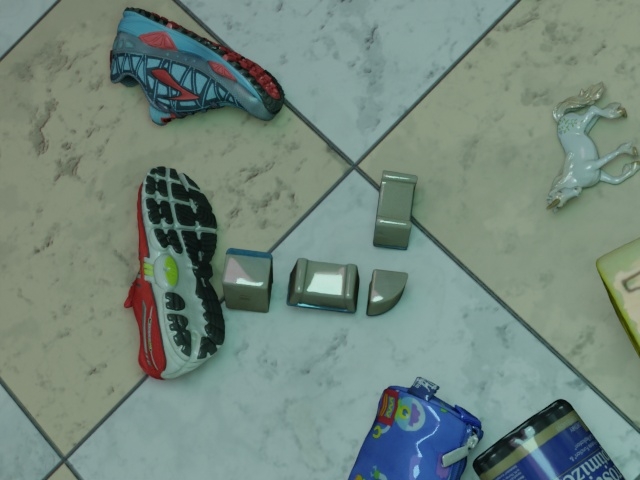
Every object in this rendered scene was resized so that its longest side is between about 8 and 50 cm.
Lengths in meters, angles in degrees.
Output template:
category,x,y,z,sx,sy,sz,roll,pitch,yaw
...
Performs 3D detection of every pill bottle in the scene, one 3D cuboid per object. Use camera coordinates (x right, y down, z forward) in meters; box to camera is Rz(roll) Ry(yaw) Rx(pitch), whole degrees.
category,x,y,z,sx,sy,sz,roll,pitch,yaw
pill bottle,0.263,0.281,1.424,0.123,0.123,0.219,-37,77,4

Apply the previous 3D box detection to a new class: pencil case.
category,x,y,z,sx,sy,sz,roll,pitch,yaw
pencil case,0.081,0.302,1.487,0.133,0.119,0.306,8,74,50

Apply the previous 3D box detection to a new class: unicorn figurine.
category,x,y,z,sx,sy,sz,roll,pitch,yaw
unicorn figurine,0.301,-0.096,1.591,0.111,0.060,0.161,-16,51,13

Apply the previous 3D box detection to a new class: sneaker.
category,x,y,z,sx,sy,sz,roll,pitch,yaw
sneaker,-0.159,-0.193,1.768,0.262,0.104,0.125,30,101,29
sneaker,-0.194,0.037,1.687,0.118,0.107,0.279,-35,48,38

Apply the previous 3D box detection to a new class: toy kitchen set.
category,x,y,z,sx,sy,sz,roll,pitch,yaw
toy kitchen set,0.000,0.000,1.643,0.207,0.122,0.166,7,73,0

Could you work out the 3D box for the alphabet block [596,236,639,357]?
category,x,y,z,sx,sy,sz,roll,pitch,yaw
alphabet block,0.408,0.081,1.382,0.197,0.192,0.193,-27,64,7
